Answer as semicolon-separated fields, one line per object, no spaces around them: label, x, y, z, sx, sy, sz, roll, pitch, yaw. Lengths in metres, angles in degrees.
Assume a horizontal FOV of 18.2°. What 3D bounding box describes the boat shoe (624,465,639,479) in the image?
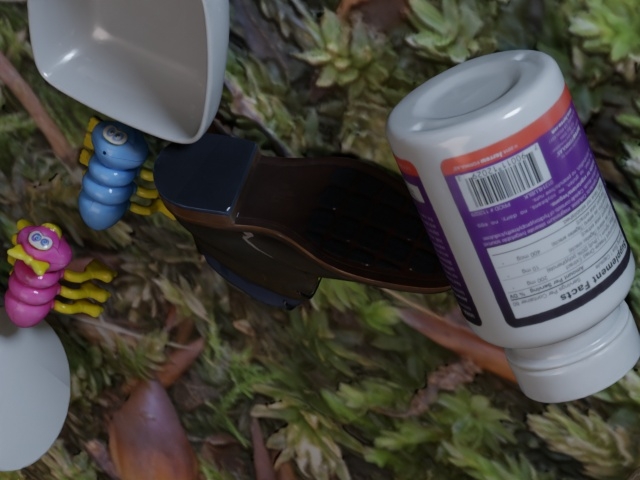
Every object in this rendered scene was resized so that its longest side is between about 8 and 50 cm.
boat shoe;0.269;0.100;1.165;0.302;0.109;0.098;-44;53;49

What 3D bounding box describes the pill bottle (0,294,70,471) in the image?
pill bottle;-0.356;0.112;1.583;0.323;0.181;0.181;-2;122;38

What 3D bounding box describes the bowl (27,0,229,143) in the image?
bowl;-0.117;-0.143;1.287;0.142;0.053;0.142;25;134;20

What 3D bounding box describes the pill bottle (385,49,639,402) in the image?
pill bottle;0.121;-0.005;1.174;0.108;0.108;0.193;-4;120;40

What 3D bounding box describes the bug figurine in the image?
bug figurine;-0.235;-0.049;1.425;0.279;0.072;0.216;27;125;16

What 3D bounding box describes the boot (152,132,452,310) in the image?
boot;0.000;0.000;1.318;0.219;0.082;0.106;21;156;18
